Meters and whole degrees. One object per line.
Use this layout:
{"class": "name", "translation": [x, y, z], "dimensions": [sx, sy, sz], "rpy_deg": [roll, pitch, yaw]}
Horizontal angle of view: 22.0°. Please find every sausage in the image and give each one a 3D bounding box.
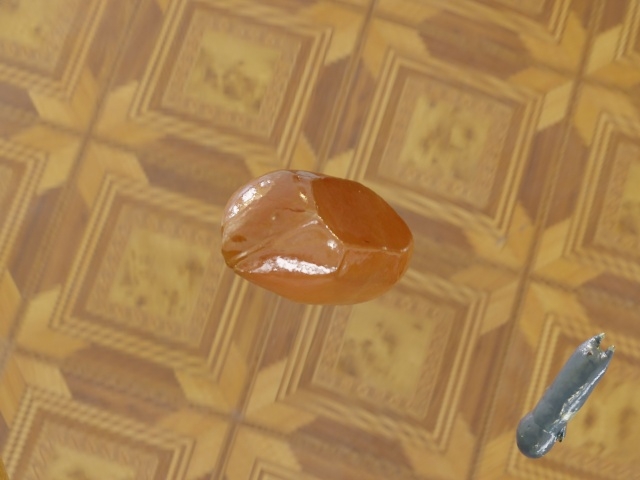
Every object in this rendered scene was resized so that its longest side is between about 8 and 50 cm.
{"class": "sausage", "translation": [0.000, 0.000, 1.063], "dimensions": [0.089, 0.179, 0.089], "rpy_deg": [-3, 84, 27]}

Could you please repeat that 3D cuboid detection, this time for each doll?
{"class": "doll", "translation": [0.195, 0.124, 1.313], "dimensions": [0.027, 0.125, 0.037], "rpy_deg": [14, 32, -35]}

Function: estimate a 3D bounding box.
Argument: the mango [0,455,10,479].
{"class": "mango", "translation": [-0.257, 0.087, 0.661], "dimensions": [0.221, 0.199, 0.384], "rpy_deg": [-28, 114, -6]}
